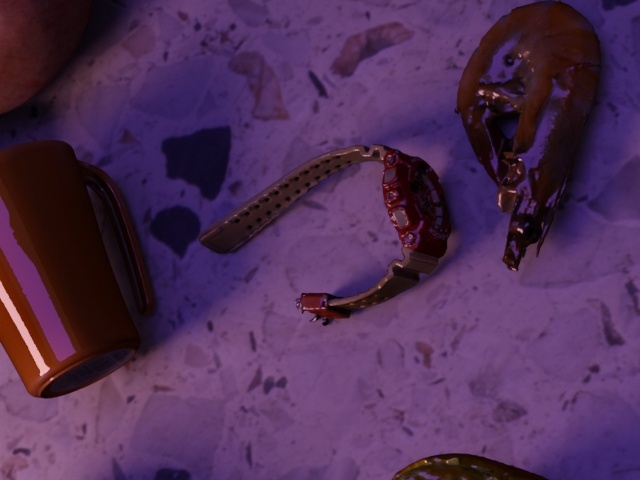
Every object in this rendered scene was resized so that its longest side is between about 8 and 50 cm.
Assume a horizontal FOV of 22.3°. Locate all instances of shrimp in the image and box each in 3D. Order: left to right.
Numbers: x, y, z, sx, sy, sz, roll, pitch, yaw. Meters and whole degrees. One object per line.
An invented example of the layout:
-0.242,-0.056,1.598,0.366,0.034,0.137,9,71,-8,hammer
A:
0.196,-0.111,1.643,0.152,0.063,0.287,8,76,29,shrimp

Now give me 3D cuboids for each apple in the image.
-0.425,-0.283,1.838,0.345,0.269,0.345,0,104,1,apple

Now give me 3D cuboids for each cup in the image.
-0.289,0.023,1.761,0.182,0.226,0.264,-42,71,46,cup

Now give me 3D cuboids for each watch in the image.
0.007,0.002,1.693,0.268,0.102,0.165,-31,66,23,watch

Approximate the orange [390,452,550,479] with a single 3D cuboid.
0.165,0.297,1.487,0.237,0.158,0.179,16,86,29,orange
